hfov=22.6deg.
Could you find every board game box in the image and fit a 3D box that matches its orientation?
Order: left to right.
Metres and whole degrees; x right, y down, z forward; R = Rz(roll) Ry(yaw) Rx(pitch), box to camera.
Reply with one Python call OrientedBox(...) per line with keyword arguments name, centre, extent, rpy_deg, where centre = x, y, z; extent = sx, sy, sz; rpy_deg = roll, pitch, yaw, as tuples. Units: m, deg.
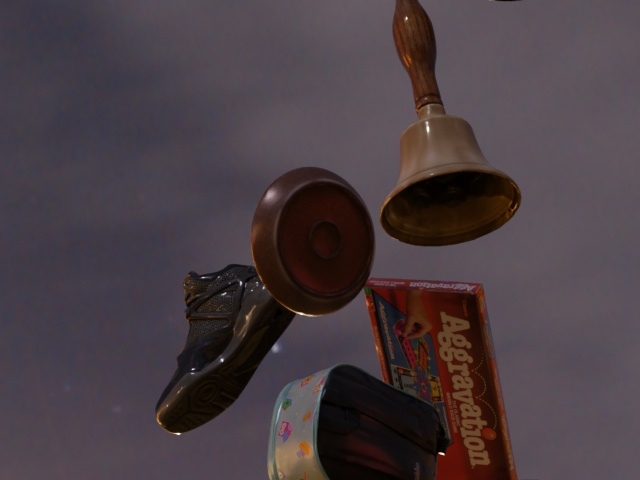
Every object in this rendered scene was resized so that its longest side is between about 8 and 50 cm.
OrientedBox(name="board game box", centre=(0.145, 0.173, 1.917), extent=(0.145, 0.027, 0.281), rpy_deg=(1, -60, 27))

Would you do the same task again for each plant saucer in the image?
OrientedBox(name="plant saucer", centre=(0.000, 0.000, 1.790), extent=(0.168, 0.168, 0.029), rpy_deg=(21, -16, -33))

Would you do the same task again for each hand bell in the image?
OrientedBox(name="hand bell", centre=(0.099, -0.128, 1.462), extent=(0.126, 0.242, 0.126), rpy_deg=(-6, -31, -4))

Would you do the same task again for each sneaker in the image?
OrientedBox(name="sneaker", centre=(-0.137, 0.123, 1.943), extent=(0.227, 0.130, 0.087), rpy_deg=(-54, -39, -4))

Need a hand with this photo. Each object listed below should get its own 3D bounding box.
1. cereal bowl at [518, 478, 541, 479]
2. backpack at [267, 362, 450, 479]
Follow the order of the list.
OrientedBox(name="cereal bowl", centre=(0.304, 0.451, 1.981), extent=(0.141, 0.339, 0.339), rpy_deg=(-23, -40, 29))
OrientedBox(name="backpack", centre=(0.027, 0.223, 1.680), extent=(0.144, 0.166, 0.188), rpy_deg=(-15, -37, 37))
